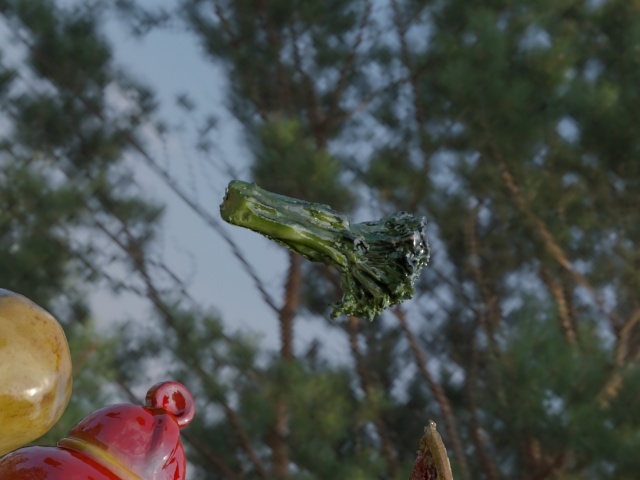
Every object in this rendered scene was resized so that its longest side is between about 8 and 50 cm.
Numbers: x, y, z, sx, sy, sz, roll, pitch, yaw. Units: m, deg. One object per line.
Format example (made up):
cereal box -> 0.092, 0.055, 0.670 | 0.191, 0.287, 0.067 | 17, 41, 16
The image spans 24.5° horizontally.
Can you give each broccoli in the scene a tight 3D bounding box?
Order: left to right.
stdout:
broccoli -> 0.003, -0.007, 1.988 | 0.304, 0.145, 0.165 | 21, 39, -22

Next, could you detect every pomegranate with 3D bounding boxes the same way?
pomegranate -> -0.425, 0.166, 1.890 | 0.233, 0.233, 0.233 | 40, -13, 12

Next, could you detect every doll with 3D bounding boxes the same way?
doll -> -0.208, 0.256, 1.158 | 0.182, 0.363, 0.160 | 45, -30, -21

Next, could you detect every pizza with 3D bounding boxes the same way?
pizza -> 0.099, 0.228, 1.317 | 0.099, 0.029, 0.100 | -117, -150, -58
